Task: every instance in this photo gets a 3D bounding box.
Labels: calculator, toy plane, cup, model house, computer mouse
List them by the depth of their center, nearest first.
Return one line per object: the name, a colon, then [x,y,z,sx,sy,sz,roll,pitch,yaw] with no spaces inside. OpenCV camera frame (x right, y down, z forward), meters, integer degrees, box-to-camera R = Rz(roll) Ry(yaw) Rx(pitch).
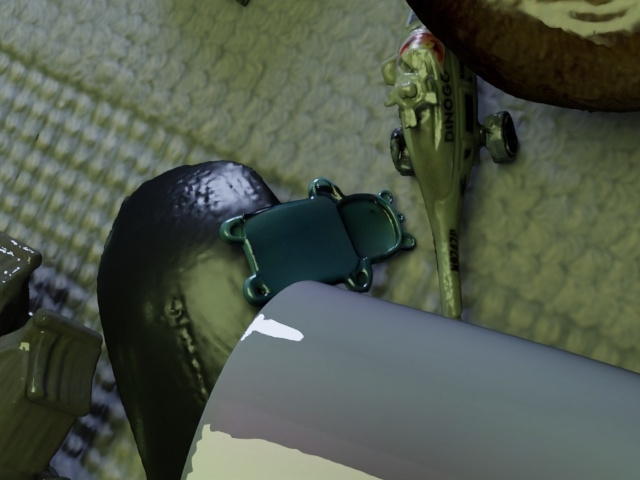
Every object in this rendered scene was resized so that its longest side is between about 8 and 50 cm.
cup: [0.110,0.178,0.745,0.371,0.253,0.253,12,82,21]
toy plane: [0.086,-0.038,0.911,0.092,0.108,0.286,-5,87,24]
calculator: [0.000,0.000,0.938,0.141,0.019,0.094,-16,73,-21]
computer mouse: [-0.084,0.076,0.968,0.168,0.087,0.295,-20,71,17]
model house: [-0.263,0.092,1.021,0.229,0.122,0.188,32,104,33]

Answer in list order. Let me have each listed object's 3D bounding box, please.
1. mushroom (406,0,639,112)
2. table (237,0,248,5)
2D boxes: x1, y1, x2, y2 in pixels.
mushroom: [0.194,-0.241,0.846,0.345,0.239,0.345,-21,44,23]
table: [-0.050,-0.335,1.046,0.121,0.111,0.240,42,97,28]
